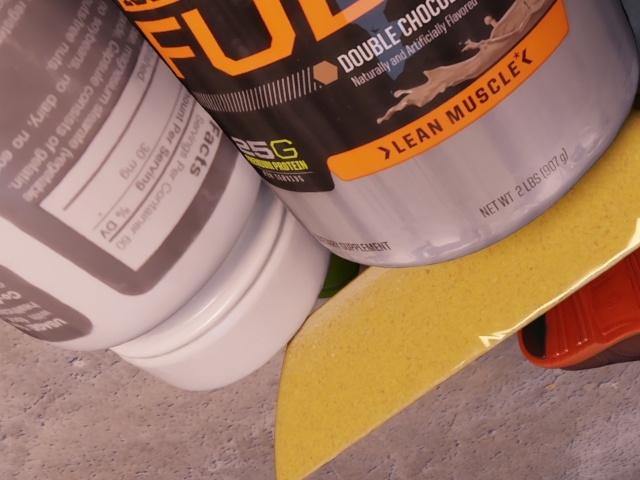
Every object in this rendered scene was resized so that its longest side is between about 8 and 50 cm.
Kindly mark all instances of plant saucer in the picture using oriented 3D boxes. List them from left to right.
[{"bbox_3d":[0.125,0.002,0.587,0.333,0.333,0.081,-41,84,25],"label":"plant saucer"}]

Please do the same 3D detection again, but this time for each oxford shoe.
[{"bbox_3d":[0.314,0.053,0.751,0.098,0.097,0.271,18,149,-35],"label":"oxford shoe"}]

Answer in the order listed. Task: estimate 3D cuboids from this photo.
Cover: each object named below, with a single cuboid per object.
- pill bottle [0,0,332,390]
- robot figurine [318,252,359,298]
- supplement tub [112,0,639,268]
[{"bbox_3d":[-0.164,-0.062,0.475,0.204,0.204,0.361,-32,131,19],"label":"pill bottle"},{"bbox_3d":[0.000,0.000,0.666,0.101,0.067,0.115,-12,136,-11],"label":"robot figurine"},{"bbox_3d":[-0.006,-0.163,0.376,0.207,0.207,0.338,-29,124,16],"label":"supplement tub"}]
